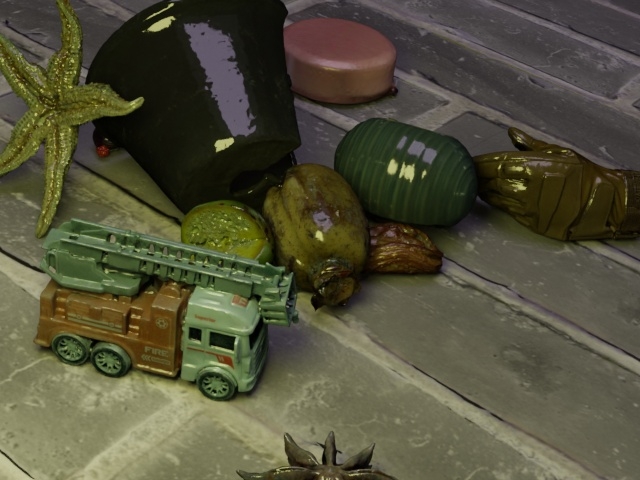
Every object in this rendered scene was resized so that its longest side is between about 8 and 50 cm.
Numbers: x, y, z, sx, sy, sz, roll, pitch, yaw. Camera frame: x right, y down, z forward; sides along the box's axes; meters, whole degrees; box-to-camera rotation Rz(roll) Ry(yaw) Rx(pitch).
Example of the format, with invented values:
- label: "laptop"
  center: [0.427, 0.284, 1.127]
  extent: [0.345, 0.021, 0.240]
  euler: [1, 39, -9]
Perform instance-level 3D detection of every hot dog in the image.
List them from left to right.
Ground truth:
- label: "hot dog"
  center: [0.120, 0.018, 1.728]
  extent: [0.147, 0.065, 0.099]
  euler: [1, 26, -7]

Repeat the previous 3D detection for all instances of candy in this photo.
- label: "candy"
  center: [0.037, -0.358, 2.218]
  extent: [0.255, 0.094, 0.255]
  euler: [6, 34, -4]

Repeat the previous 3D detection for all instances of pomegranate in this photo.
- label: "pomegranate"
  center: [-0.131, 0.028, 1.619]
  extent: [0.143, 0.122, 0.169]
  euler: [-18, 72, 10]

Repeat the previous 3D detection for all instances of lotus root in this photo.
- label: "lotus root"
  center: [0.001, 0.001, 1.658]
  extent: [0.154, 0.154, 0.278]
  euler: [-4, 45, -18]

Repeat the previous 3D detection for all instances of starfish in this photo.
- label: "starfish"
  center: [-0.429, -0.203, 1.717]
  extent: [0.078, 0.357, 0.347]
  euler: [-7, 63, -60]

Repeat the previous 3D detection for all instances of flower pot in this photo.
- label: "flower pot"
  center: [-0.170, -0.180, 1.763]
  extent: [0.379, 0.379, 0.251]
  euler: [-11, 61, -25]
- label: "flower pot"
  center: [0.137, -0.109, 1.799]
  extent: [0.243, 0.157, 0.189]
  euler: [18, 7, 24]

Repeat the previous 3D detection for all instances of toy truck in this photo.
- label: "toy truck"
  center: [-0.197, 0.084, 1.460]
  extent: [0.338, 0.185, 0.133]
  euler: [12, 36, 6]

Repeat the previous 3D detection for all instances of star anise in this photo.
- label: "star anise"
  center: [0.013, 0.299, 1.303]
  extent: [0.204, 0.061, 0.181]
  euler: [-4, 31, -23]

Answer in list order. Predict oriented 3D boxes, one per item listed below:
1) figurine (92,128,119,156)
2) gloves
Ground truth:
- label: "figurine"
  center: [-0.342, -0.175, 1.925]
  extent: [0.105, 0.047, 0.060]
  euler: [-9, 74, -35]
- label: "gloves"
  center: [0.392, -0.084, 1.858]
  extent: [0.331, 0.154, 0.141]
  euler: [11, 32, -9]
